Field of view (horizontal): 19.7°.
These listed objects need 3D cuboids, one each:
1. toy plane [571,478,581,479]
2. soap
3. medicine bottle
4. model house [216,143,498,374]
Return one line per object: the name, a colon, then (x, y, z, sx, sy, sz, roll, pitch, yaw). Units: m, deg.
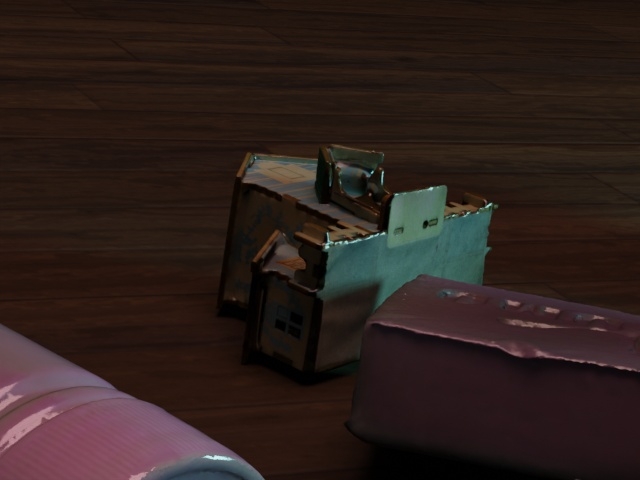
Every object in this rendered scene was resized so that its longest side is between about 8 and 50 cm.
toy plane: (0.194, 0.208, 1.277, 0.246, 0.078, 0.169, 8, -10, -12)
soap: (0.187, 0.114, 1.435, 0.296, 0.107, 0.285, 9, 8, 9)
medicine bottle: (-0.201, 0.152, 1.064, 0.316, 0.202, 0.202, 23, 23, 37)
model house: (0.000, 0.000, 1.672, 0.206, 0.178, 0.271, 22, 26, 38)
